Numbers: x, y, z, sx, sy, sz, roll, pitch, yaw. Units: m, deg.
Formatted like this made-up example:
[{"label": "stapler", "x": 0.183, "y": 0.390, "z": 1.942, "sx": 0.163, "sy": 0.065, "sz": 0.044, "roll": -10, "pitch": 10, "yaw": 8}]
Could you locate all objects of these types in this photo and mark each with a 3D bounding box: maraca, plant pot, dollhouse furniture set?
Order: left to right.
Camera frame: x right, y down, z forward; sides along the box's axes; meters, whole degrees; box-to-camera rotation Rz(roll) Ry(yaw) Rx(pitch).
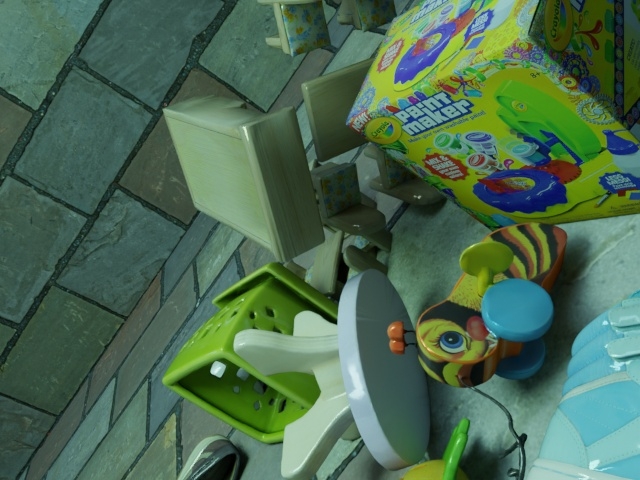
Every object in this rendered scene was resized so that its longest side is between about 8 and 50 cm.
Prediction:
[{"label": "plant pot", "x": -0.088, "y": 0.179, "z": 1.019, "sx": 0.227, "sy": 0.228, "sz": 0.207, "roll": -32, "pitch": 28, "yaw": 47}, {"label": "dollhouse furniture set", "x": 0.000, "y": 0.000, "z": 1.130, "sx": 0.212, "sy": 0.161, "sz": 0.242, "roll": -35, "pitch": 32, "yaw": 42}, {"label": "dollhouse furniture set", "x": 0.025, "y": -0.163, "z": 0.863, "sx": 0.394, "sy": 0.362, "sz": 0.256, "roll": -27, "pitch": 30, "yaw": -25}, {"label": "maraca", "x": 0.117, "y": 0.273, "z": 0.632, "sx": 0.127, "sy": 0.099, "sz": 0.186, "roll": 93, "pitch": -158, "yaw": -63}]

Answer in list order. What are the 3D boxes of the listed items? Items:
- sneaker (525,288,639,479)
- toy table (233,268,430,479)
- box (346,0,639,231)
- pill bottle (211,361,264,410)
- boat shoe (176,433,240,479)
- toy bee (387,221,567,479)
[{"label": "sneaker", "x": 0.295, "y": 0.122, "z": 0.439, "sx": 0.319, "sy": 0.127, "sz": 0.208, "roll": -15, "pitch": 49, "yaw": 57}, {"label": "toy table", "x": 0.027, "y": 0.174, "z": 0.794, "sx": 0.160, "sy": 0.252, "sz": 0.274, "roll": -27, "pitch": 24, "yaw": 24}, {"label": "box", "x": 0.238, "y": -0.163, "z": 0.708, "sx": 0.290, "sy": 0.279, "sz": 0.177, "roll": -11, "pitch": 51, "yaw": 61}, {"label": "pill bottle", "x": -0.178, "y": 0.264, "z": 1.217, "sx": 0.118, "sy": 0.117, "sz": 0.208, "roll": -58, "pitch": 23, "yaw": 1}, {"label": "boat shoe", "x": -0.228, "y": 0.480, "z": 1.075, "sx": 0.285, "sy": 0.102, "sz": 0.092, "roll": -60, "pitch": 18, "yaw": -19}, {"label": "toy bee", "x": 0.160, "y": 0.084, "z": 0.652, "sx": 0.298, "sy": 0.162, "sz": 0.195, "roll": -47, "pitch": -37, "yaw": -54}]
